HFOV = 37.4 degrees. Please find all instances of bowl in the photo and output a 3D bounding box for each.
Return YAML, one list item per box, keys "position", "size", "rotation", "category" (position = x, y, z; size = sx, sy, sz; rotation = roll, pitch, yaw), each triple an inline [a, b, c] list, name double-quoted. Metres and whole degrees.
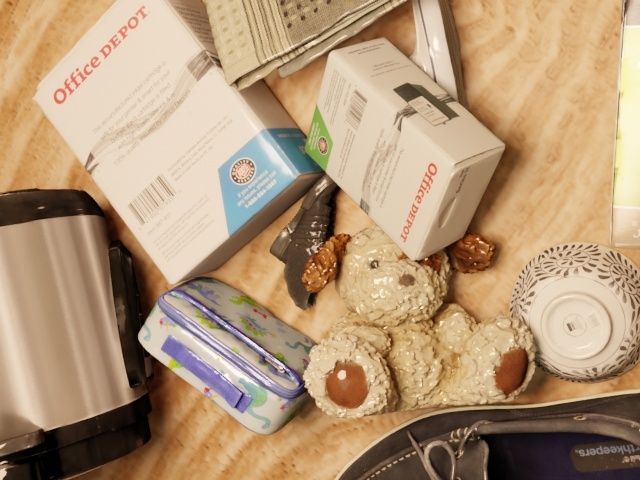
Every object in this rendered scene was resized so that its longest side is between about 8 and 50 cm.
- position: [0.293, 0.091, 1.074]
  size: [0.170, 0.080, 0.170]
  rotation: [3, 99, 20]
  category: "bowl"

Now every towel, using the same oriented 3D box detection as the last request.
- position: [-0.009, -0.355, 1.087]
  size: [0.312, 0.056, 0.324]
  rotation: [-26, 62, 19]
  category: "towel"

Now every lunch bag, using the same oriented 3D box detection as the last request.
- position: [-0.105, 0.138, 1.176]
  size: [0.219, 0.176, 0.090]
  rotation: [35, 108, 14]
  category: "lunch bag"

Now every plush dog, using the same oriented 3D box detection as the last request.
- position: [0.097, 0.087, 1.117]
  size: [0.263, 0.210, 0.225]
  rotation: [-5, 81, -7]
  category: "plush dog"

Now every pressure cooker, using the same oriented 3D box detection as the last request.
- position: [-0.410, 0.171, 1.189]
  size: [0.376, 0.370, 0.420]
  rotation: [-15, 87, 27]
  category: "pressure cooker"

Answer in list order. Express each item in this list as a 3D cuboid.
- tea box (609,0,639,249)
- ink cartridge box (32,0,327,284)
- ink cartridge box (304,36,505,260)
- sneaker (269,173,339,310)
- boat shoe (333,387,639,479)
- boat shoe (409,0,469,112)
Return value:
- position: [0.459, -0.148, 0.905]
  size: [0.329, 0.220, 0.323]
  rotation: [5, 98, 20]
  category: "tea box"
- position: [-0.174, -0.136, 1.189]
  size: [0.223, 0.129, 0.307]
  rotation: [-40, 83, 21]
  category: "ink cartridge box"
- position: [0.088, -0.103, 1.059]
  size: [0.208, 0.087, 0.153]
  rotation: [48, 142, 27]
  category: "ink cartridge box"
- position: [-0.001, 0.000, 1.188]
  size: [0.089, 0.051, 0.170]
  rotation: [42, 114, 10]
  category: "sneaker"
- position: [0.199, 0.284, 1.079]
  size: [0.500, 0.156, 0.186]
  rotation: [-20, 87, 31]
  category: "boat shoe"
- position: [0.124, -0.185, 1.096]
  size: [0.076, 0.083, 0.226]
  rotation: [-9, 95, 20]
  category: "boat shoe"
